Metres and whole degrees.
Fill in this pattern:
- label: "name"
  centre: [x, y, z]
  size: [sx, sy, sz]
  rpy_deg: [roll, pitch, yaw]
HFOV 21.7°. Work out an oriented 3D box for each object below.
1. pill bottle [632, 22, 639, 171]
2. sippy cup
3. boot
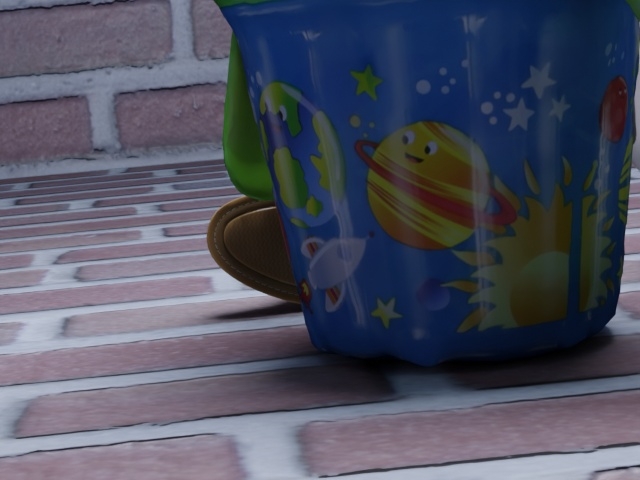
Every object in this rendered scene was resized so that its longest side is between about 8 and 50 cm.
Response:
- label: "pill bottle"
  centre: [0.265, -0.119, 1.026]
  size: [0.162, 0.278, 0.162]
  rpy_deg: [-5, 8, 1]
- label: "sippy cup"
  centre: [0.067, -0.056, 0.879]
  size: [0.240, 0.224, 0.305]
  rpy_deg: [-6, 7, -2]
- label: "boot"
  centre: [0.000, 0.000, 1.119]
  size: [0.197, 0.072, 0.152]
  rpy_deg: [5, 4, -22]
